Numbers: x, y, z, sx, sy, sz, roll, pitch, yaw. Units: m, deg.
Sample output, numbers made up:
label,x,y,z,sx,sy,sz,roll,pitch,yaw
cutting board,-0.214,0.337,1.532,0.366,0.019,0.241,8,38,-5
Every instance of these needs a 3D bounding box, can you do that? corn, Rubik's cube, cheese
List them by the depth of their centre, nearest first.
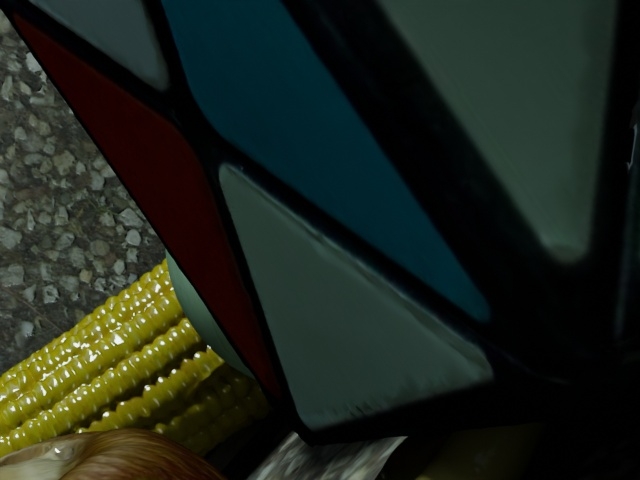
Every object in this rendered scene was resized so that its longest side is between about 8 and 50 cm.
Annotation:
label,x,y,z,sx,sy,sz,roll,pitch,yaw
cheese,0.022,0.108,0.429,0.086,0.036,0.162,-42,5,42
Rubik's cube,0.054,-0.100,0.449,0.246,0.250,0.248,-34,-1,-21
corn,-0.101,0.086,0.883,0.344,0.131,0.131,-36,2,-15

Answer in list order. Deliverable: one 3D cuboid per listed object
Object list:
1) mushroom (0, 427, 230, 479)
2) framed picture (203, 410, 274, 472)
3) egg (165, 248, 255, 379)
label,x,y,z,sx,sy,sz,roll,pitch,yaw
mushroom,-0.121,0.159,0.447,0.253,0.153,0.253,-32,10,6
framed picture,-0.114,0.170,1.029,0.209,0.019,0.281,-45,6,-38
egg,0.000,0.000,0.734,0.168,0.168,0.231,-45,8,-4
